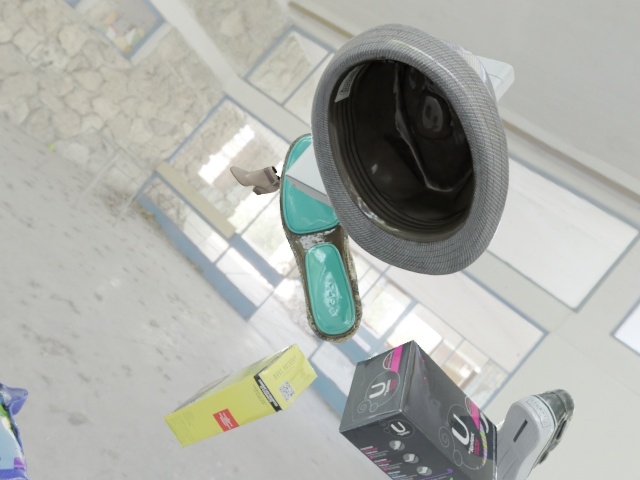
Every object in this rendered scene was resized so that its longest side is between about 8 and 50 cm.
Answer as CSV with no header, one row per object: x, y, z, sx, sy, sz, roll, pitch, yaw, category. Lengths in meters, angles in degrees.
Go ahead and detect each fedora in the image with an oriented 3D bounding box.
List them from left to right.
0.112,-0.109,0.583,0.244,0.124,0.275,11,-51,42,fedora

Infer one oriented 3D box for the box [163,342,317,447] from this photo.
-0.117,0.219,0.717,0.058,0.232,0.087,58,35,0,box

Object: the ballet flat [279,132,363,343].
0.000,0.000,1.221,0.182,0.164,0.482,74,6,-82,ballet flat

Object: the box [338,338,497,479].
0.186,0.341,0.939,0.270,0.143,0.165,46,36,-17,box

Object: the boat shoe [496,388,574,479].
0.430,0.414,1.063,0.335,0.119,0.121,95,-23,-51,boat shoe

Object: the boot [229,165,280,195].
-0.147,-0.156,1.244,0.118,0.087,0.042,40,36,-37,boot

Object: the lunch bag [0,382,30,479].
-0.395,0.143,0.440,0.221,0.138,0.293,45,14,28,lunch bag

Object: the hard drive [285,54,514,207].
0.131,-0.193,0.891,0.233,0.353,0.047,31,-14,36,hard drive
